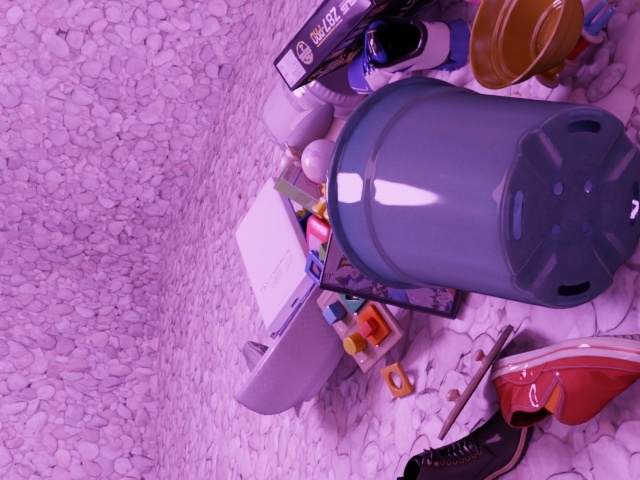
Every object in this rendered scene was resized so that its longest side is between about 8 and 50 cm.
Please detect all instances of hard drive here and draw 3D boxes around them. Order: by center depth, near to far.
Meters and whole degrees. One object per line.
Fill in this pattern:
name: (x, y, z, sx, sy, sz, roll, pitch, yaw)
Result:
hard drive: (-0.110, 0.030, 1.730, 0.210, 0.040, 0.318, -55, 41, 32)

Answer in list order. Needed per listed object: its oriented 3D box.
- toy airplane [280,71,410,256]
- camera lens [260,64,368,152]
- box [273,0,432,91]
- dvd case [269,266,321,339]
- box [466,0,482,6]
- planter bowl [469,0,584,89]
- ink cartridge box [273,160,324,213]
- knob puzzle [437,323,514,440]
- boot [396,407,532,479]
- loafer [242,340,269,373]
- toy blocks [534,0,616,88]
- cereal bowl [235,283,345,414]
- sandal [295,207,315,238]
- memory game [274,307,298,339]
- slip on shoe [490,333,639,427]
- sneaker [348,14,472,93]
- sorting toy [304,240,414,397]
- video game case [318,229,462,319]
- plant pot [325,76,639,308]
toy airplane: (0.086, -0.160, 1.452, 0.386, 0.272, 0.384, -26, 64, 41)
camera lens: (-0.015, -0.363, 1.878, 0.274, 0.219, 0.219, 132, 144, -49)
box: (0.105, -0.492, 1.565, 0.097, 0.318, 0.395, 56, 150, -2)
dvd case: (-0.044, 0.131, 1.803, 0.164, 0.018, 0.221, -57, -1, 40)
box: (0.326, -0.504, 1.258, 0.257, 0.128, 0.122, -170, 93, -68)
planter bowl: (0.322, -0.318, 1.074, 0.217, 0.090, 0.217, -168, 90, -68)
ink cartridge box: (0.009, -0.117, 1.665, 0.062, 0.209, 0.109, -39, 22, 59)
knob puzzle: (0.230, 0.201, 1.092, 0.213, 0.030, 0.213, -49, -20, -24)
boot: (0.214, 0.311, 1.074, 0.198, 0.137, 0.077, -66, 25, 24)
loafer: (-0.146, 0.356, 1.945, 0.111, 0.112, 0.319, -67, 23, 2)
toy blocks: (0.385, -0.327, 1.119, 0.148, 0.054, 0.123, 129, 146, -47)
cereal bowl: (-0.040, 0.255, 1.628, 0.339, 0.141, 0.339, -56, 0, 0)
sandal: (-0.022, -0.007, 1.787, 0.317, 0.126, 0.138, -49, 54, 31)
memory game: (-0.096, 0.218, 2.030, 0.186, 0.012, 0.186, -44, 40, 52)
slip on shoe: (0.329, 0.178, 0.908, 0.331, 0.123, 0.101, 137, 133, -62)
sneaker: (0.138, -0.393, 1.483, 0.315, 0.182, 0.127, -4, 88, 53)
sorting toy: (0.065, 0.153, 1.401, 0.347, 0.047, 0.196, 55, 145, 19)
video game case: (0.146, -0.021, 1.271, 0.035, 0.248, 0.275, -43, -35, -82)
plant pot: (0.237, -0.064, 1.019, 0.334, 0.341, 0.341, 17, 94, 59)
